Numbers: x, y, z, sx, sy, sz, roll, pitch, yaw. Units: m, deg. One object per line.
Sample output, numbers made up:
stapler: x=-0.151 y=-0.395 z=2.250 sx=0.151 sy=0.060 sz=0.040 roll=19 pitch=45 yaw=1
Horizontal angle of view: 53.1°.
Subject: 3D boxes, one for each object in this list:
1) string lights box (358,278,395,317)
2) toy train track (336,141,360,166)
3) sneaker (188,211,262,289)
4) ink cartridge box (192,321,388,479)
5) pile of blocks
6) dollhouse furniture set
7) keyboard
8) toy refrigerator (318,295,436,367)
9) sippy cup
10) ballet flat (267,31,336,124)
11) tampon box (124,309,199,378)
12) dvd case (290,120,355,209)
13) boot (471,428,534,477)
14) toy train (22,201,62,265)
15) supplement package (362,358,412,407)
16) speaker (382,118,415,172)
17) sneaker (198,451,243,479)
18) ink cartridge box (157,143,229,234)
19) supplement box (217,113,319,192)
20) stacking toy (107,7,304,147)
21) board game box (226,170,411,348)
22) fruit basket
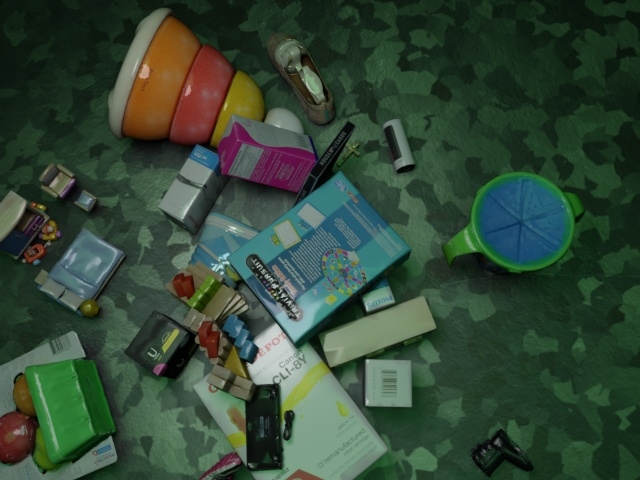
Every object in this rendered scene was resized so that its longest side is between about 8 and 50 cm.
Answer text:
string lights box: x=0.101 y=0.054 z=1.579 sx=0.076 sy=0.133 sz=0.260 roll=-19 pitch=76 yaw=-3
toy train track: x=0.074 y=-0.231 z=1.717 sx=0.048 sy=0.014 sz=0.083 roll=42 pitch=87 yaw=4
sneaker: x=-0.183 y=0.078 z=1.593 sx=0.318 sy=0.127 sz=0.208 roll=23 pitch=76 yaw=18
ink cartridge box: x=-0.070 y=0.408 z=1.482 sx=0.279 sy=0.160 sz=0.385 roll=-37 pitch=77 yaw=-7
pile of blocks: x=-0.229 y=0.182 z=1.422 sx=0.148 sy=0.113 sz=0.362 roll=-31 pitch=64 yaw=-3
dollhouse furniture set: x=-0.612 y=0.000 z=1.570 sx=0.303 sy=0.198 sz=0.287 roll=34 pitch=78 yaw=-3
keyboard: x=-0.108 y=0.403 z=1.390 sx=0.108 sy=0.023 sz=0.180 roll=-5 pitch=76 yaw=8
toy refrigerator: x=0.137 y=0.229 z=1.550 sx=0.269 sy=0.102 sz=0.094 roll=-20 pitch=76 yaw=-3
sippy cup: x=0.457 y=-0.019 z=1.536 sx=0.305 sy=0.224 sz=0.240 roll=15 pitch=78 yaw=7
ballet flat: x=-0.049 y=-0.462 z=1.733 sx=0.107 sy=0.106 sz=0.316 roll=-32 pitch=76 yaw=-6
tampon box: x=-0.371 y=0.252 z=1.535 sx=0.101 sy=0.161 sz=0.121 roll=31 pitch=79 yaw=10
dvd case: x=0.001 y=-0.168 z=1.570 sx=0.029 sy=0.239 sz=0.179 roll=35 pitch=65 yaw=-1
boot: x=0.421 y=0.512 z=1.494 sx=0.099 sy=0.045 sz=0.121 roll=-38 pitch=70 yaw=-9
toy train: x=-0.756 y=-0.024 z=1.682 sx=0.125 sy=0.046 sz=0.166 roll=-31 pitch=77 yaw=-6
supplement package: x=0.151 y=0.332 z=1.482 sx=0.105 sy=0.179 sz=0.105 roll=0 pitch=75 yaw=2
speaker: x=0.208 y=-0.249 z=1.694 sx=0.055 sy=0.055 sz=0.136 roll=-14 pitch=76 yaw=-1
sneaker: x=-0.222 y=0.552 z=1.479 sx=0.075 sy=0.063 sz=0.170 roll=47 pitch=117 yaw=0
ink cartridge box: x=-0.318 y=-0.128 z=1.641 sx=0.082 sy=0.140 sz=0.191 roll=29 pitch=78 yaw=9
supplement box: x=-0.131 y=-0.213 z=1.586 sx=0.219 sy=0.114 sz=0.111 roll=13 pitch=39 yaw=-28
stacking toy: x=-0.269 y=-0.342 z=1.655 sx=0.479 sy=0.350 sz=0.351 roll=23 pitch=77 yaw=-10
board game box: x=-0.003 y=0.040 z=1.467 sx=0.336 sy=0.079 sz=0.254 roll=-38 pitch=73 yaw=-10
fruit basket: x=-0.678 y=0.434 z=1.529 sx=0.352 sy=0.165 sz=0.327 roll=-27 pitch=75 yaw=11
